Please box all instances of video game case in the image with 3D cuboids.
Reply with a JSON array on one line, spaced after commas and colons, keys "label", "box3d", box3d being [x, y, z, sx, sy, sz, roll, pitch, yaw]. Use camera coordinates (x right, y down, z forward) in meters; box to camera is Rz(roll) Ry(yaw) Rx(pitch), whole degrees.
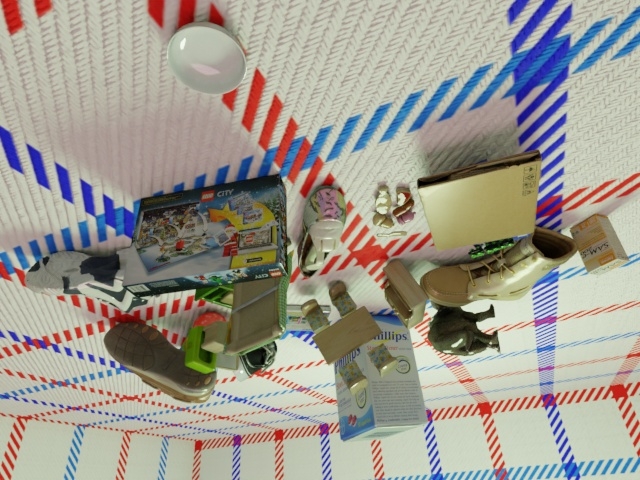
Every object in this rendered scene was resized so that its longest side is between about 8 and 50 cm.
[{"label": "video game case", "box3d": [-0.061, 0.209, 1.139, 0.157, 0.019, 0.143, 4, 147, -10]}]

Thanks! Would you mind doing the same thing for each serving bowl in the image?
[{"label": "serving bowl", "box3d": [-0.121, -0.199, 0.459, 0.084, 0.027, 0.083, -2, 148, -1]}]

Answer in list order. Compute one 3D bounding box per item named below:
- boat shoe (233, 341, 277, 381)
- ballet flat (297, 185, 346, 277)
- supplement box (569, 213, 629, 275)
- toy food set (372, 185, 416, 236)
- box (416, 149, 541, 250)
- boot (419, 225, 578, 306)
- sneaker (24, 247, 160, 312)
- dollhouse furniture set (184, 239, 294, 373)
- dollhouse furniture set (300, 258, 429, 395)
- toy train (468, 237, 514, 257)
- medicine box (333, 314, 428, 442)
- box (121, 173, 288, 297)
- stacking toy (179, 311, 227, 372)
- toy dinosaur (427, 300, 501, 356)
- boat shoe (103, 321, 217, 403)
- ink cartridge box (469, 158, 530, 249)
[{"label": "boat shoe", "box3d": [-0.171, 0.303, 1.145, 0.105, 0.113, 0.306, -23, 164, -2]}, {"label": "ballet flat", "box3d": [0.000, 0.000, 0.748, 0.077, 0.079, 0.221, 4, 147, -11]}, {"label": "supplement box", "box3d": [0.521, 0.008, 0.799, 0.036, 0.098, 0.062, 10, 145, -21]}, {"label": "toy food set", "box3d": [0.129, -0.053, 0.736, 0.078, 0.019, 0.122, -3, 141, -2]}, {"label": "box", "box3d": [0.246, -0.050, 0.657, 0.165, 0.021, 0.201, -12, 149, 17]}, {"label": "boot", "box3d": [0.352, 0.054, 0.858, 0.262, 0.095, 0.203, 2, 148, -12]}, {"label": "sneaker", "box3d": [-0.428, 0.093, 0.836, 0.235, 0.094, 0.153, -11, 140, -7]}, {"label": "dollhouse furniture set", "box3d": [-0.121, 0.147, 0.861, 0.151, 0.197, 0.302, 27, 138, -37]}, {"label": "dollhouse furniture set", "box3d": [0.100, 0.173, 0.927, 0.242, 0.212, 0.161, -30, 150, -8]}, {"label": "toy train", "box3d": [0.313, 0.014, 0.778, 0.083, 0.017, 0.024, -21, 155, 28]}, {"label": "medicine box", "box3d": [0.149, 0.390, 1.197, 0.149, 0.289, 0.263, 4, 147, -17]}, {"label": "box", "box3d": [-0.167, -0.008, 0.639, 0.233, 0.159, 0.044, -9, 146, 8]}, {"label": "stacking toy", "box3d": [-0.320, 0.299, 1.159, 0.141, 0.141, 0.330, 10, 142, -21]}, {"label": "toy dinosaur", "box3d": [0.294, 0.201, 0.907, 0.161, 0.120, 0.313, -8, -169, 21]}, {"label": "boat shoe", "box3d": [-0.411, 0.319, 1.074, 0.325, 0.123, 0.116, 25, 131, 16]}, {"label": "ink cartridge box", "box3d": [0.277, -0.051, 0.726, 0.097, 0.046, 0.207, -23, 144, 30]}]
